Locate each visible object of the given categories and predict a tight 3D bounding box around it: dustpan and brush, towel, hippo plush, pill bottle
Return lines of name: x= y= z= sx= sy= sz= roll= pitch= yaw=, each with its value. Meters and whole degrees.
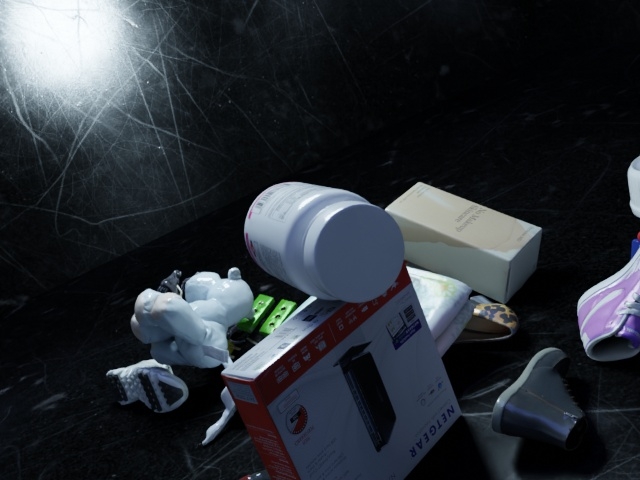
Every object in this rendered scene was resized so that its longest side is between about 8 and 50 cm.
dustpan and brush: x=-0.172 y=0.325 z=1.522 sx=0.211 sy=0.060 sz=0.147 roll=-38 pitch=-14 yaw=-23
towel: x=0.070 y=0.187 z=1.414 sx=0.374 sy=0.090 sz=0.320 roll=-46 pitch=35 yaw=-22
hippo plush: x=-0.263 y=0.152 z=1.694 sx=0.294 sy=0.234 sz=0.237 roll=9 pitch=46 yaw=31
pill bottle: x=0.000 y=0.000 z=1.118 sx=0.160 sy=0.161 sz=0.283 roll=-28 pitch=17 yaw=-16

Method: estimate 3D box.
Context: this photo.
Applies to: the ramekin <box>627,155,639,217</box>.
ramekin: x=0.788 y=-0.138 z=1.665 sx=0.207 sy=0.109 sz=0.207 roll=-21 pitch=18 yaw=7

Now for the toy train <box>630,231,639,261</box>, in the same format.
toy train: x=0.674 y=0.048 z=1.296 sx=0.143 sy=0.105 sz=0.248 roll=-9 pitch=18 yaw=-18

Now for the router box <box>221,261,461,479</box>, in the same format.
router box: x=0.050 y=0.234 z=1.135 sx=0.082 sy=0.301 sz=0.335 roll=-3 pitch=26 yaw=48

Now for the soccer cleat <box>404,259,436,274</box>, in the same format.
soccer cleat: x=0.226 y=0.075 z=1.710 sx=0.068 sy=0.076 sz=0.196 roll=-46 pitch=37 yaw=9

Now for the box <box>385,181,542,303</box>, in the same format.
box: x=0.304 y=-0.001 z=1.627 sx=0.311 sy=0.121 sz=0.148 roll=24 pitch=45 yaw=32

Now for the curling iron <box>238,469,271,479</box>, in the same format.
curling iron: x=-0.112 y=0.415 z=1.246 sx=0.273 sy=0.035 sz=0.068 roll=-23 pitch=21 yaw=0

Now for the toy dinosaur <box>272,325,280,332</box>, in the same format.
toy dinosaur: x=0.056 y=0.156 z=1.696 sx=0.322 sy=0.164 sz=0.218 roll=-43 pitch=-2 yaw=-18

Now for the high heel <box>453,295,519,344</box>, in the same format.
high heel: x=0.240 y=0.172 z=1.434 sx=0.261 sy=0.093 sz=0.186 roll=-17 pitch=12 yaw=-7

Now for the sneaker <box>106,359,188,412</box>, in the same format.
sneaker: x=-0.389 y=0.327 z=1.759 sx=0.118 sy=0.110 sz=0.292 roll=-25 pitch=15 yaw=-40

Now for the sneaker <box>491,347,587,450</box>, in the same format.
sneaker: x=0.359 y=0.244 z=1.134 sx=0.118 sy=0.083 sz=0.222 roll=16 pitch=30 yaw=35

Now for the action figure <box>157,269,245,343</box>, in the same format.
action figure: x=-0.306 y=0.204 z=1.956 sx=0.164 sy=0.141 sz=0.276 roll=-2 pitch=39 yaw=-46

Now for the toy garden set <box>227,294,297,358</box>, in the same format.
toy garden set: x=-0.148 y=0.225 z=1.791 sx=0.244 sy=0.049 sz=0.204 roll=11 pitch=47 yaw=31

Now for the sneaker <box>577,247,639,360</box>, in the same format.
sneaker: x=0.531 y=0.093 z=1.194 sx=0.282 sy=0.102 sz=0.161 roll=-54 pitch=5 yaw=34
